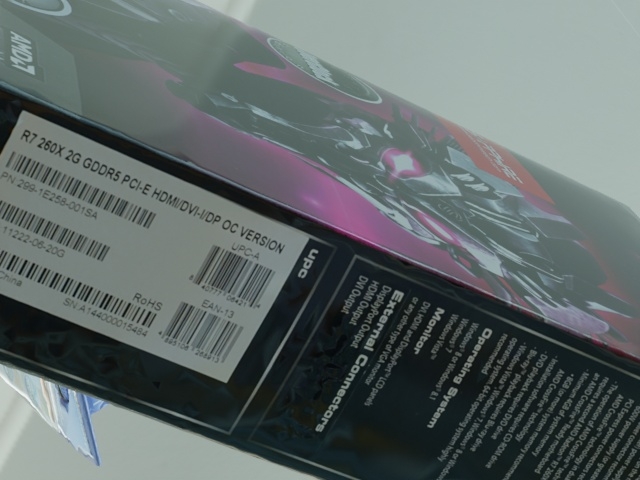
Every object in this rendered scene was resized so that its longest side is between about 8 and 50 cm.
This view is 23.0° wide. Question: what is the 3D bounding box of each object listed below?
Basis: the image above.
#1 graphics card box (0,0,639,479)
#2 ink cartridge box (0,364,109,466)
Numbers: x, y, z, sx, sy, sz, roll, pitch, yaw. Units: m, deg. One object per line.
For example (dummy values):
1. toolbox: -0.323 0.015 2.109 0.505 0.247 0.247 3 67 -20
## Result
1. graphics card box: 0.000 0.000 0.609 0.371 0.233 0.094 22 -71 -21
2. ink cartridge box: -0.252 0.021 1.228 0.311 0.065 0.186 39 -35 37
